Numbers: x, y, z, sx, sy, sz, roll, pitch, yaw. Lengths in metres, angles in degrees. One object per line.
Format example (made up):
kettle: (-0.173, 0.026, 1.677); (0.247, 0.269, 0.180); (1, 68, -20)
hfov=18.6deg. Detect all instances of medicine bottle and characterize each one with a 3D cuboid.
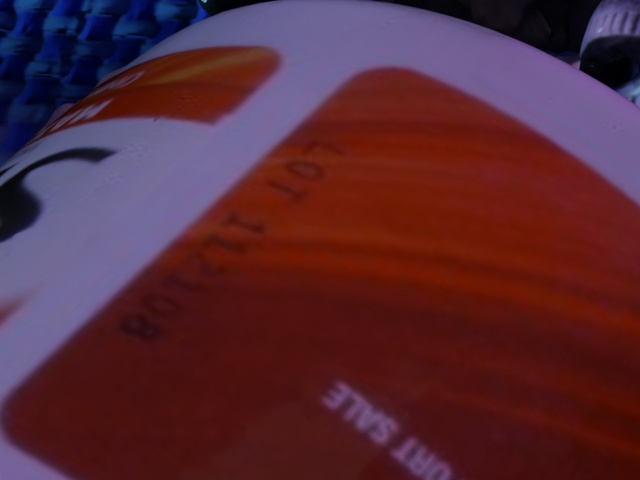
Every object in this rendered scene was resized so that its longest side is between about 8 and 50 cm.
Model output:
medicine bottle: (-0.022, 0.104, 0.451); (0.252, 0.252, 0.241); (23, 47, 24)

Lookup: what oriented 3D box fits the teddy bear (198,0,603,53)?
teddy bear: (-0.005, -0.151, 0.714); (0.367, 0.357, 0.224); (25, 76, -5)

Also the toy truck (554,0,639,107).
toy truck: (0.128, -0.004, 0.536); (0.135, 0.270, 0.114); (28, 67, -11)

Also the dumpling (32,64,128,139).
dumpling: (-0.002, 0.002, 0.673); (0.181, 0.111, 0.155); (-15, 53, 11)
